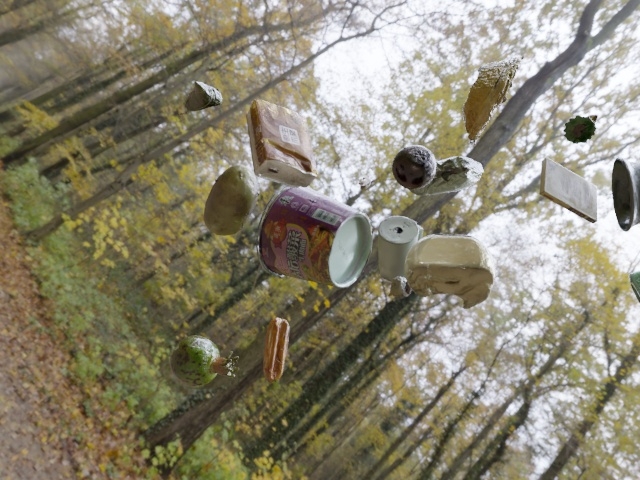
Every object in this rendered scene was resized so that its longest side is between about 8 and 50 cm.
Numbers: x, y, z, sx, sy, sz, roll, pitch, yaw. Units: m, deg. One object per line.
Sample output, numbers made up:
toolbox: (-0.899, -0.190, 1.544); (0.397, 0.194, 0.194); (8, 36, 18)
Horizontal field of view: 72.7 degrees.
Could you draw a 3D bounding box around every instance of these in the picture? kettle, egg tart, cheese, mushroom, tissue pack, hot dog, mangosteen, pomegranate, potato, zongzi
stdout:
kettle: (0.416, 0.031, 2.312); (0.205, 0.265, 0.318); (11, -42, 19)
egg tart: (0.451, -0.388, 1.178); (0.098, 0.252, 0.232); (30, 15, 15)
cheese: (0.394, 0.085, 1.335); (0.265, 0.233, 0.127); (3, -50, 17)
mushroom: (0.174, -0.227, 1.706); (0.049, 0.101, 0.019); (1, -58, 16)
tissue pack: (-0.111, -0.271, 1.235); (0.092, 0.183, 0.226); (-43, -130, 43)
hot dog: (-0.102, 0.245, 0.975); (0.038, 0.144, 0.062); (-4, -16, 40)
mangosteen: (0.307, -0.237, 1.441); (0.152, 0.152, 0.152); (43, -22, 22)
pomegranate: (-0.516, 0.516, 1.905); (0.285, 0.231, 0.231); (-21, -67, 24)
potato: (-0.328, -0.152, 1.619); (0.173, 0.210, 0.307); (27, -45, -16)
zongzi: (-0.381, -0.418, 1.266); (0.130, 0.154, 0.062); (0, 81, -69)

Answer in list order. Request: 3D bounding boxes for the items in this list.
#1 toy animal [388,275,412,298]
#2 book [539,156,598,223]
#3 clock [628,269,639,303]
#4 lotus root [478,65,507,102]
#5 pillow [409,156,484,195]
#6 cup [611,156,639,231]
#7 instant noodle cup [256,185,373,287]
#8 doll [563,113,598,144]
toy animal: (0.355, 0.220, 1.935); (0.098, 0.098, 0.137); (42, -35, 24)
book: (0.851, -0.173, 1.490); (0.230, 0.161, 0.026); (26, -30, -10)
clock: (1.065, 0.183, 1.410); (0.188, 0.060, 0.148); (32, 39, -47)
lotus root: (0.548, -0.488, 1.378); (0.062, 0.073, 0.150); (44, 22, -70)
pillow: (0.515, -0.263, 1.822); (0.283, 0.310, 0.138); (-14, -89, 30)
cup: (0.860, -0.127, 1.123); (0.150, 0.199, 0.199); (-5, -50, 23)
instant noodle cup: (0.000, 0.000, 1.418); (0.265, 0.340, 0.340); (18, -36, 33)
doll: (0.701, -0.304, 1.178); (0.076, 0.113, 0.078); (22, -61, 23)
